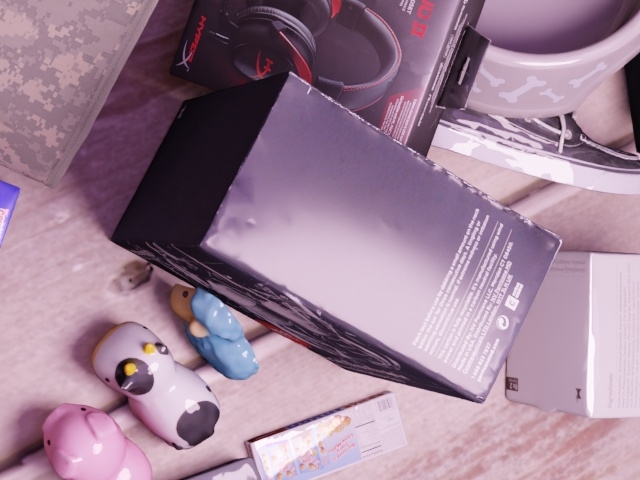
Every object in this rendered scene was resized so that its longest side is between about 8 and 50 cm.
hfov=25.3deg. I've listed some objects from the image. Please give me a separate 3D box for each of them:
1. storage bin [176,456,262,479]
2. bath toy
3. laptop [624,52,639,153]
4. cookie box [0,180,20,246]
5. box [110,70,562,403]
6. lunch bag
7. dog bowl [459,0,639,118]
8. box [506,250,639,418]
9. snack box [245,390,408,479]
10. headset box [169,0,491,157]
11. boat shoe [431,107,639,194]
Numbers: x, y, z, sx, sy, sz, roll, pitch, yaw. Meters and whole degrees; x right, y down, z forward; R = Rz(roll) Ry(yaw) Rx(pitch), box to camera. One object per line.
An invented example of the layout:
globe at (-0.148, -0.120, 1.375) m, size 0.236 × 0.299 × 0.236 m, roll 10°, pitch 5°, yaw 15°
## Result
storage bin at (-0.111, 0.287, 1.502) m, size 0.135 × 0.098 × 0.091 m, roll -18°, pitch 86°, yaw -21°
bath toy at (-0.210, 0.205, 1.437) m, size 0.151 × 0.129 × 0.348 m, roll 41°, pitch 76°, yaw -5°
laptop at (0.496, -0.190, 1.738) m, size 0.264 × 0.137 × 0.234 m, roll 19°, pitch 60°, yaw -45°
cookie box at (-0.366, -0.027, 1.423) m, size 0.107 × 0.040 × 0.091 m, roll 21°, pitch 82°, yaw -20°
box at (0.000, 0.000, 1.408) m, size 0.313 × 0.343 × 0.179 m, roll 31°, pitch 80°, yaw -18°
lunch bag at (-0.301, -0.215, 1.377) m, size 0.235 × 0.169 × 0.287 m, roll 26°, pitch 109°, yaw -18°
dog bowl at (0.225, -0.312, 1.548) m, size 0.349 × 0.102 × 0.348 m, roll 0°, pitch 75°, yaw -2°
box at (0.305, 0.103, 1.613) m, size 0.119 × 0.181 × 0.181 m, roll 2°, pitch 89°, yaw -22°
snack box at (0.009, 0.224, 1.581) m, size 0.178 × 0.022 × 0.064 m, roll -17°, pitch 97°, yaw -21°
headset box at (0.026, -0.216, 1.442) m, size 0.293 × 0.110 × 0.218 m, roll 23°, pitch 97°, yaw 16°
boat shoe at (0.249, -0.129, 1.630) m, size 0.306 × 0.113 × 0.104 m, roll 14°, pitch 99°, yaw -12°
